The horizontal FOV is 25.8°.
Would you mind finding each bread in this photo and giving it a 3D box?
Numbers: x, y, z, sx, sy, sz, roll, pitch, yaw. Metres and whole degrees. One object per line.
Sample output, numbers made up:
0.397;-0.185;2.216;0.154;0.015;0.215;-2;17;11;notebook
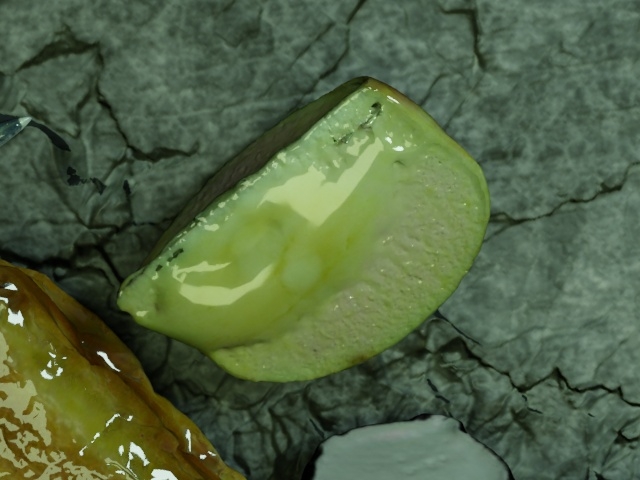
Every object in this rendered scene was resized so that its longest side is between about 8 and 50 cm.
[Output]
-0.201;0.174;1.097;0.195;0.149;0.344;-41;101;-1;bread

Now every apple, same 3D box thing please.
0.000;0.000;1.063;0.265;0.120;0.193;-40;115;13;apple

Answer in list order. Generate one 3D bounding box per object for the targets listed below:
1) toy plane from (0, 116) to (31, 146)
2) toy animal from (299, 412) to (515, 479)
-0.332;-0.038;1.072;0.234;0.082;0.160;-33;77;9;toy plane
0.070;0.276;1.112;0.187;0.165;0.235;10;107;25;toy animal
